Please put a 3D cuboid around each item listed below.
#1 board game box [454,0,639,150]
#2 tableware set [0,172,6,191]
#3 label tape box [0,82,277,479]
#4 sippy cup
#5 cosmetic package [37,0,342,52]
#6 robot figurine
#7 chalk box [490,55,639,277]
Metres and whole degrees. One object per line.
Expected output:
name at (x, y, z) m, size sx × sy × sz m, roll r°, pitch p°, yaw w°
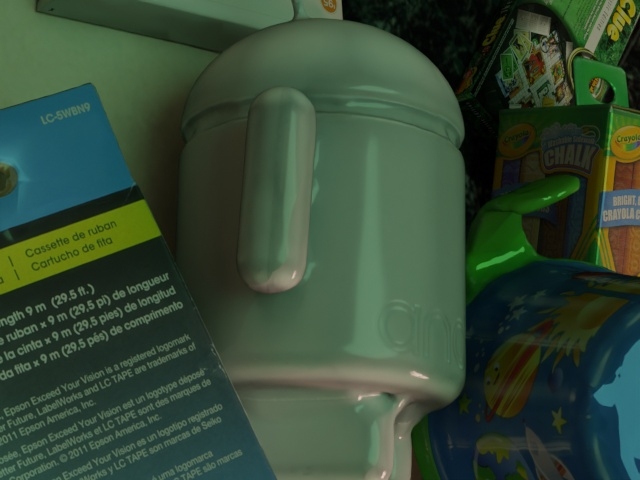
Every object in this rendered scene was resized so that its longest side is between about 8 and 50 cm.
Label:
board game box at (0.213, -0.175, 1.407) m, size 0.136 × 0.030 × 0.260 m, roll 44°, pitch 54°, yaw -22°
tableware set at (-0.210, 0.024, 0.989) m, size 0.168 × 0.020 × 0.141 m, roll -35°, pitch 102°, yaw -41°
label tape box at (-0.182, 0.103, 0.905) m, size 0.240 × 0.106 × 0.334 m, roll -21°, pitch 83°, yaw -34°
sippy cup at (0.207, 0.120, 1.069) m, size 0.305 × 0.224 × 0.240 m, roll 33°, pitch 76°, yaw -12°
cosmetic package at (-0.090, -0.197, 1.124) m, size 0.239 × 0.060 × 0.099 m, roll 7°, pitch 75°, yaw -40°
robot figurine at (0.000, 0.000, 1.058) m, size 0.300 × 0.199 × 0.354 m, roll 59°, pitch 31°, yaw -73°
chalk box at (0.233, -0.045, 1.288) m, size 0.132 × 0.132 × 0.213 m, roll 7°, pitch 88°, yaw -37°
